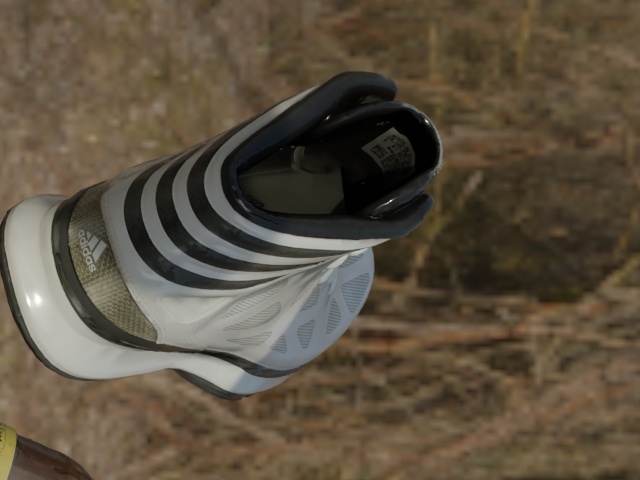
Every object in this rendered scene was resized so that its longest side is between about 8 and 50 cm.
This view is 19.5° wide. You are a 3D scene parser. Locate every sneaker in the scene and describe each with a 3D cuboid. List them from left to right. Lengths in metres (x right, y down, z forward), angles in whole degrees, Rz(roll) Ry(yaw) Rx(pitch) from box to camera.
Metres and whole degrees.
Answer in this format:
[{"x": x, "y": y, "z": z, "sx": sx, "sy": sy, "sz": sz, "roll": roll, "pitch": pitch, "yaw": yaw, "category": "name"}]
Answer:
[{"x": 0.000, "y": 0.001, "z": 1.315, "sx": 0.447, "sy": 0.257, "sz": 0.169, "roll": -2, "pitch": 73, "yaw": -65, "category": "sneaker"}]

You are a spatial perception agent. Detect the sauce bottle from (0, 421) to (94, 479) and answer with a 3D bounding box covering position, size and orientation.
[{"x": -0.203, "y": 0.146, "z": 1.011, "sx": 0.111, "sy": 0.344, "sz": 0.111, "roll": -53, "pitch": -162, "yaw": 25, "category": "sauce bottle"}]
